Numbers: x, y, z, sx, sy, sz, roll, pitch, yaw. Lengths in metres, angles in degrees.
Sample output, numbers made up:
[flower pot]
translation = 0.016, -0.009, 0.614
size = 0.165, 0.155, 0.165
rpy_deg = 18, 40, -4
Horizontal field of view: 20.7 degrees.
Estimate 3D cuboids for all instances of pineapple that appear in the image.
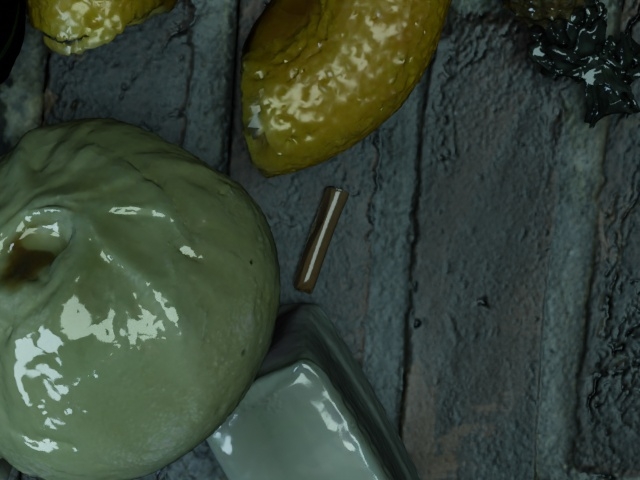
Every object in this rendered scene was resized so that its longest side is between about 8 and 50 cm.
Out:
[pineapple]
translation = 0.265, -0.226, 1.824
size = 0.119, 0.111, 0.237
rpy_deg = -24, 109, 25

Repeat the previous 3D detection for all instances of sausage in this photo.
[sausage]
translation = 0.000, 0.000, 1.830
size = 0.026, 0.026, 0.116
rpy_deg = 19, 91, -11

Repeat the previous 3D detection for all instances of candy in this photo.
[candy]
translation = 0.016, 0.255, 1.761
size = 0.145, 0.208, 0.359
rpy_deg = -28, 100, 8

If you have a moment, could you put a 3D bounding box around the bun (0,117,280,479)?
[bun]
translation = -0.226, 0.038, 1.631
size = 0.364, 0.202, 0.364
rpy_deg = -8, 64, 17

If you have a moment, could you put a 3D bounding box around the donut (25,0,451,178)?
[donut]
translation = -0.068, -0.277, 1.684
size = 0.435, 0.163, 0.377
rpy_deg = 28, 107, -9

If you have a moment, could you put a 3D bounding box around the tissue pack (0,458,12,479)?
[tissue pack]
translation = -0.434, 0.135, 1.692
size = 0.325, 0.170, 0.071
rpy_deg = 43, 91, -9

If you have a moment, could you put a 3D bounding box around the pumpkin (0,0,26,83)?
[pumpkin]
translation = -0.426, -0.235, 1.627
size = 0.296, 0.296, 0.296
rpy_deg = -1, 94, -10
